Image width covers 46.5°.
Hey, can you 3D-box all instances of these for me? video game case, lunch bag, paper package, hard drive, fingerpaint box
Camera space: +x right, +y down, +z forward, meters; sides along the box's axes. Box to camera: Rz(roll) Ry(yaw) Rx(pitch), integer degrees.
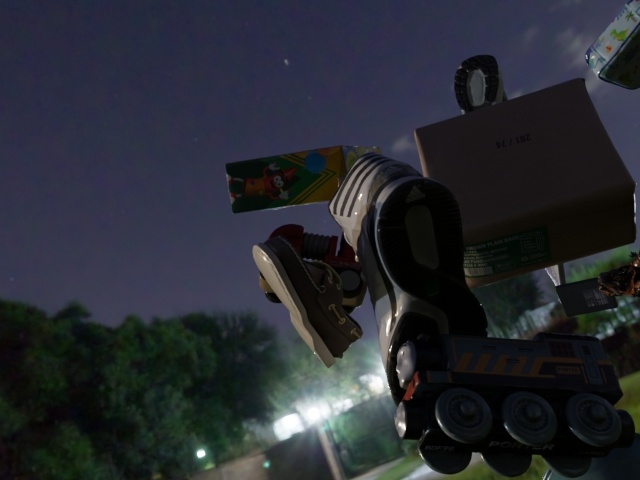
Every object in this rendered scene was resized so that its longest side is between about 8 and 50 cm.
[{"bbox_3d":[0.683,0.025,2.222,0.023,0.183,0.201,-16,-61,4],"label":"video game case"},{"bbox_3d":[0.753,-0.469,1.764,0.176,0.090,0.219,7,-47,-28],"label":"lunch bag"},{"bbox_3d":[0.358,-0.102,1.329,0.325,0.309,0.168,-16,-45,12],"label":"paper package"},{"bbox_3d":[0.699,0.148,1.960,0.135,0.094,0.022,-16,21,31],"label":"hard drive"},{"bbox_3d":[-0.029,-0.192,2.329,0.371,0.163,0.445,-7,4,19],"label":"fingerpaint box"}]

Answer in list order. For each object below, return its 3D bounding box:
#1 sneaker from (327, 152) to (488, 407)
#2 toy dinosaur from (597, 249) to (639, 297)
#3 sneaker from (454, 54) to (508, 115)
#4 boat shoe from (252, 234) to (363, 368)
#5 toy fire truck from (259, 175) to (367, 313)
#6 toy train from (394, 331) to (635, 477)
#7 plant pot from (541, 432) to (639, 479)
[{"bbox_3d":[0.136,0.059,1.217,0.169,0.257,0.447,-16,-60,-11],"label":"sneaker"},{"bbox_3d":[0.801,0.067,1.690,0.322,0.164,0.218,-24,-32,14],"label":"toy dinosaur"},{"bbox_3d":[0.469,-0.289,2.039,0.158,0.410,0.182,-1,-5,35],"label":"sneaker"},{"bbox_3d":[-0.012,0.089,1.200,0.097,0.116,0.324,-36,-42,-9],"label":"boat shoe"},{"bbox_3d":[0.000,0.000,1.525,0.217,0.246,0.158,10,-28,2],"label":"toy fire truck"},{"bbox_3d":[0.264,0.219,1.041,0.334,0.190,0.142,4,-43,-6],"label":"toy train"},{"bbox_3d":[0.691,0.663,1.647,0.341,0.341,0.334,-26,18,14],"label":"plant pot"}]
